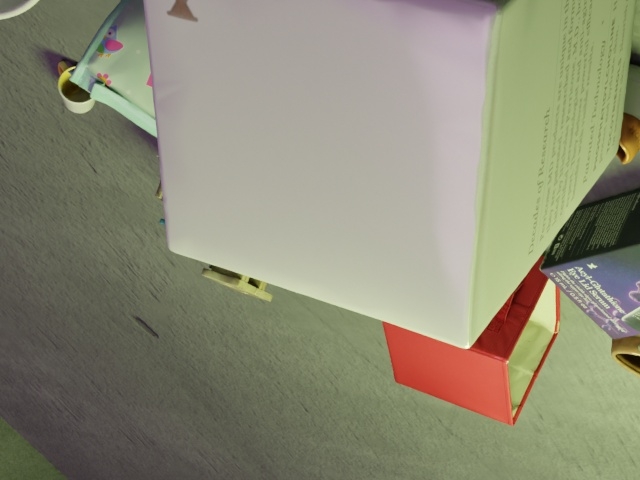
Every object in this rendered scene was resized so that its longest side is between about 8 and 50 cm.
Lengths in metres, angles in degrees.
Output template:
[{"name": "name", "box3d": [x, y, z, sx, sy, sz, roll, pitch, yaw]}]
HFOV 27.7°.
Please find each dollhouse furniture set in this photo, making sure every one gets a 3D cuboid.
[{"name": "dollhouse furniture set", "box3d": [-0.155, -0.003, 1.966, 0.184, 0.129, 0.129, 16, 173, 24]}]

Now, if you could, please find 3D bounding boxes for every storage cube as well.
[{"name": "storage cube", "box3d": [0.219, 0.116, 1.848, 0.193, 0.183, 0.215, 18, 150, 24]}]

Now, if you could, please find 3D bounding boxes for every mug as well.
[{"name": "mug", "box3d": [-0.370, -0.233, 1.987, 0.062, 0.078, 0.064, -1, 162, -9]}]

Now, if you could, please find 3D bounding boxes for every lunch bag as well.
[{"name": "lunch bag", "box3d": [-0.150, -0.225, 1.566, 0.223, 0.262, 0.160, 34, 151, -9]}]

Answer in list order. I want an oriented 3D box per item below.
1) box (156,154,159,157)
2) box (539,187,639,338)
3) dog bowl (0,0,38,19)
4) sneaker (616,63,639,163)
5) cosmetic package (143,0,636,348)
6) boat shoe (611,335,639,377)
[{"name": "box", "box3d": [-0.135, -0.090, 1.917, 0.136, 0.036, 0.225, 17, 174, 23]}, {"name": "box", "box3d": [0.406, 0.025, 1.606, 0.153, 0.108, 0.207, 41, 150, -18]}, {"name": "dog bowl", "box3d": [-0.442, -0.414, 1.627, 0.265, 0.104, 0.265, 9, 137, 9]}, {"name": "sneaker", "box3d": [0.234, -0.159, 1.463, 0.290, 0.123, 0.106, 16, 150, 28]}, {"name": "cosmetic package", "box3d": [0.082, -0.174, 1.213, 0.329, 0.394, 0.327, 17, 128, 25]}, {"name": "boat shoe", "box3d": [0.528, 0.194, 1.751, 0.324, 0.116, 0.123, 30, 152, 1]}]
